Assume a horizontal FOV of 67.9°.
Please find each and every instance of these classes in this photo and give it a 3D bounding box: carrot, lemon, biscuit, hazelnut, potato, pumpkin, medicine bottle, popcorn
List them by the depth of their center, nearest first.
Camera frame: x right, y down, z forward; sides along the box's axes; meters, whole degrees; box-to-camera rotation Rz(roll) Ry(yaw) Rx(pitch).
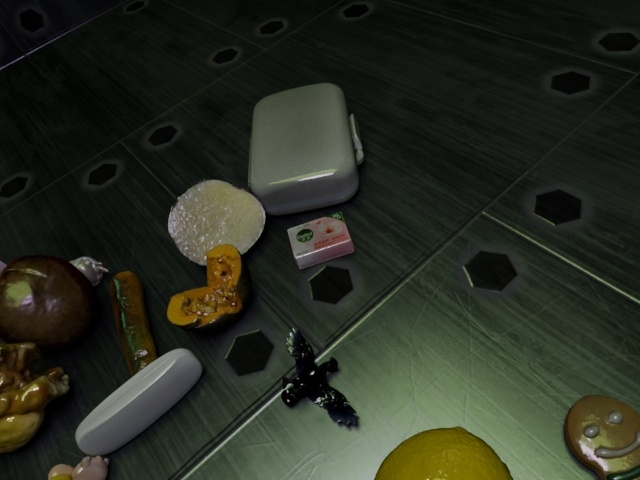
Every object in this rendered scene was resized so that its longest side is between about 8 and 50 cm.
[{"bbox_3d":[0.154,0.338,0.604,0.203,0.178,0.178,-27,50,-8],"label":"lemon"},{"bbox_3d":[0.442,0.335,0.609,0.197,0.049,0.301,-24,49,-6],"label":"biscuit"},{"bbox_3d":[-0.599,0.283,0.862,0.254,0.191,0.190,-5,65,2],"label":"popcorn"},{"bbox_3d":[-0.204,0.109,0.938,0.119,0.107,0.183,27,71,40],"label":"pumpkin"},{"bbox_3d":[-0.379,0.168,0.968,0.070,0.070,0.260,-28,51,-7],"label":"carrot"},{"bbox_3d":[-0.573,0.132,0.985,0.208,0.208,0.208,-8,50,10],"label":"hazelnut"},{"bbox_3d":[-0.233,-0.033,1.057,0.202,0.117,0.182,-43,94,-19],"label":"potato"},{"bbox_3d":[-0.044,-0.234,1.157,0.282,0.123,0.375,-10,49,6],"label":"medicine bottle"}]

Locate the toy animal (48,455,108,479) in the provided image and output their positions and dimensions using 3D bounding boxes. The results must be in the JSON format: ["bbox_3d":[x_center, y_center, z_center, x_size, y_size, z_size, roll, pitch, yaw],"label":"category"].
[{"bbox_3d":[-0.418,0.398,0.783,0.082,0.091,0.114,8,55,39],"label":"toy animal"}]

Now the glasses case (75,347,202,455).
[{"bbox_3d":[-0.315,0.283,0.838,0.233,0.092,0.059,-39,47,-14],"label":"glasses case"}]

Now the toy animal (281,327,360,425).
[{"bbox_3d":[-0.017,0.239,0.819,0.108,0.062,0.220,-22,46,-26],"label":"toy animal"}]

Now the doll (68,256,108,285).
[{"bbox_3d":[-0.542,0.071,1.094,0.127,0.073,0.084,-14,18,7],"label":"doll"}]

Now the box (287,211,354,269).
[{"bbox_3d":[0.000,0.000,1.007,0.125,0.043,0.089,-19,49,0],"label":"box"}]

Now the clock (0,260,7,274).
[{"bbox_3d":[-0.779,0.096,1.054,0.197,0.197,0.068,-5,50,12],"label":"clock"}]
